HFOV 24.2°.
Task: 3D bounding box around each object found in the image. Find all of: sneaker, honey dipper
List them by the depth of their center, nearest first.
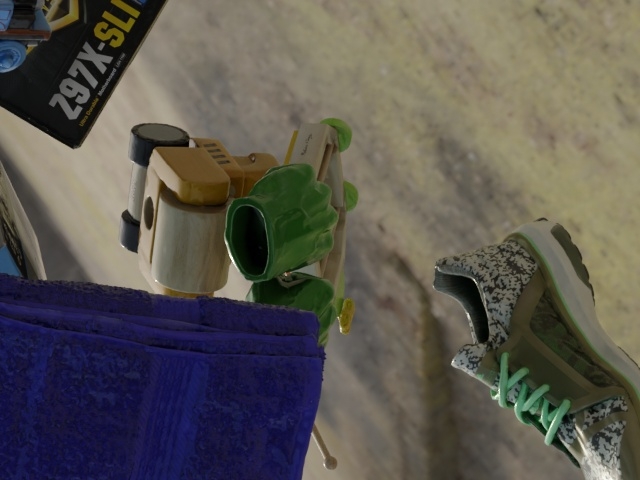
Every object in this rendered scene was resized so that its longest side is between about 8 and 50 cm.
[{"bbox_3d":[0.237,0.156,1.661,0.158,0.182,0.410,101,155,-45],"label":"sneaker"},{"bbox_3d":[-0.009,0.243,1.940,0.030,0.030,0.160,59,179,-37],"label":"honey dipper"}]

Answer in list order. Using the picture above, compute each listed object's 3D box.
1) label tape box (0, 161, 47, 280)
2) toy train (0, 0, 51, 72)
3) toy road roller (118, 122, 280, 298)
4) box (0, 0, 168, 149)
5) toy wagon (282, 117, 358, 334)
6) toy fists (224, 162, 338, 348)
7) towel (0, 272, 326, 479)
[{"bbox_3d":[-0.368,0.057,1.666,0.240,0.106,0.333,75,173,-49],"label":"label tape box"},{"bbox_3d":[-0.330,-0.208,1.346,0.105,0.184,0.080,-58,47,42],"label":"toy train"},{"bbox_3d":[-0.162,-0.047,2.294,0.329,0.241,0.202,-129,44,-58],"label":"toy road roller"},{"bbox_3d":[-0.369,-0.325,2.085,0.257,0.322,0.079,32,180,-9],"label":"box"},{"bbox_3d":[0.000,0.000,2.177,0.267,0.068,0.344,-74,-17,-46],"label":"toy wagon"},{"bbox_3d":[-0.045,0.043,1.788,0.096,0.142,0.279,16,118,35],"label":"toy fists"},{"bbox_3d":[-0.153,0.150,1.198,0.308,0.227,0.076,9,-176,-22],"label":"towel"}]
